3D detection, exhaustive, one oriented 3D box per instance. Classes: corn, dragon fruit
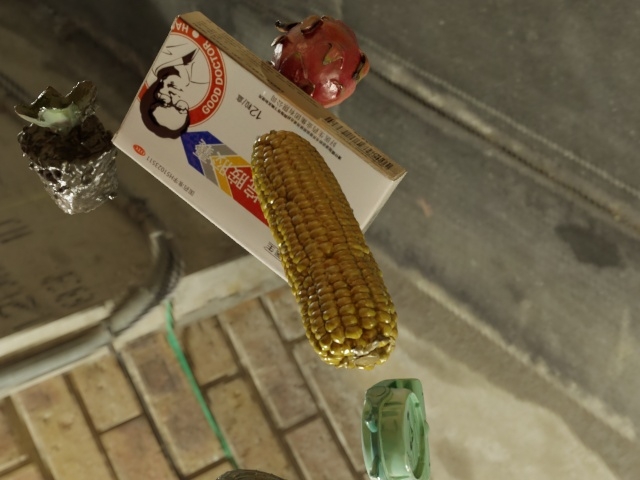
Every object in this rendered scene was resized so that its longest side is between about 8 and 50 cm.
[{"bbox_3d":[0.002,0.002,1.255,0.102,0.102,0.313,113,145,-48],"label":"corn"},{"bbox_3d":[0.000,-0.241,1.585,0.133,0.166,0.136,-1,112,23],"label":"dragon fruit"}]

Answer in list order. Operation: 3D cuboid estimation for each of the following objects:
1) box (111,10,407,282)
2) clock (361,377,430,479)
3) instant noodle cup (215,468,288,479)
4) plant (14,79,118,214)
[{"bbox_3d":[-0.086,-0.111,1.537,0.353,0.069,0.214,39,119,9],"label":"box"},{"bbox_3d":[0.105,0.284,1.676,0.066,0.211,0.159,-7,88,17],"label":"clock"},{"bbox_3d":[-0.079,0.338,1.322,0.178,0.208,0.125,21,105,12],"label":"instant noodle cup"},{"bbox_3d":[-0.381,-0.146,1.788,0.131,0.142,0.203,46,162,43],"label":"plant"}]
